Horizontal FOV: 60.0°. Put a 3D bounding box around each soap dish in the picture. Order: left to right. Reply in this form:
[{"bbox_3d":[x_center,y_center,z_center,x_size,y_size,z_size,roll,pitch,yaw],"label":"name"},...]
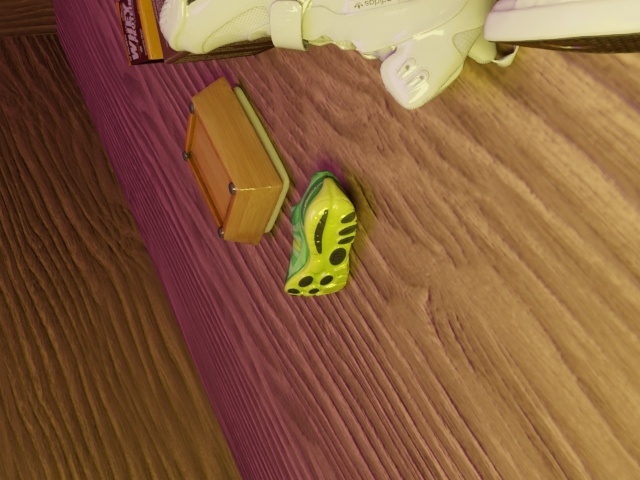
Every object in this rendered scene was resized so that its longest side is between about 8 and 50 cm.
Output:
[{"bbox_3d":[-0.190,-0.158,1.174,0.291,0.118,0.229,61,150,20],"label":"soap dish"}]

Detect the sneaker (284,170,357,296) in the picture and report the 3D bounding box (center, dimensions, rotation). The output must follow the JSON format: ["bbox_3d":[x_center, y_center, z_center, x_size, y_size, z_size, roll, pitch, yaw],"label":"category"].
[{"bbox_3d":[0.000,0.000,0.955,0.295,0.109,0.123,109,159,-50],"label":"sneaker"}]

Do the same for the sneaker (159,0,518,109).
[{"bbox_3d":[0.019,-0.221,0.578,0.137,0.366,0.210,-55,-54,-73],"label":"sneaker"}]

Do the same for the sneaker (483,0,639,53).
[{"bbox_3d":[0.248,-0.200,0.385,0.290,0.106,0.123,13,106,51],"label":"sneaker"}]

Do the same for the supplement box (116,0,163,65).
[{"bbox_3d":[-0.286,-0.434,1.120,0.194,0.191,0.129,22,123,57],"label":"supplement box"}]

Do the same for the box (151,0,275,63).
[{"bbox_3d":[-0.116,-0.372,0.845,0.381,0.191,0.143,16,118,58],"label":"box"}]
